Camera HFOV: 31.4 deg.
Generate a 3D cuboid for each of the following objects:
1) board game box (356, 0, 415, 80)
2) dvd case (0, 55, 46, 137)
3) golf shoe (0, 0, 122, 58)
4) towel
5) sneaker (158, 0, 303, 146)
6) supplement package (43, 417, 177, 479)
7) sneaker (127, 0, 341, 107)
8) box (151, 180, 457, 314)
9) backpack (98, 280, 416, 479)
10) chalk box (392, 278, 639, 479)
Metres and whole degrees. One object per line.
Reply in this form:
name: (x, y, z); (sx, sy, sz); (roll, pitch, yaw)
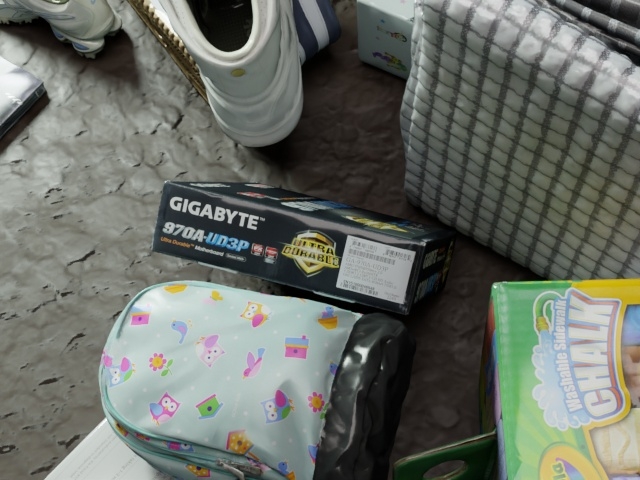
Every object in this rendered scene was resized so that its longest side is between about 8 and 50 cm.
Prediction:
board game box: (0.216, -0.198, 0.971); (0.303, 0.097, 0.224); (27, 67, 16)
dvd case: (-0.383, -0.133, 1.024); (0.221, 0.018, 0.164); (31, 68, 19)
golf shoe: (-0.263, -0.235, 1.032); (0.176, 0.086, 0.069); (21, 67, 16)
towel: (0.178, -0.081, 0.805); (0.235, 0.283, 0.121); (32, 68, 18)
sneaker: (-0.075, -0.237, 0.873); (0.108, 0.169, 0.292); (-15, 72, 1)
supplement package: (-0.081, 0.198, 0.776); (0.179, 0.105, 0.105); (37, 68, 21)
sneaker: (-0.097, -0.248, 1.016); (0.153, 0.099, 0.282); (-34, 72, -8)
box: (0.000, 0.000, 0.817); (0.175, 0.220, 0.051); (14, 95, 12)
backpack: (-0.043, 0.093, 0.706); (0.182, 0.115, 0.152); (10, 59, 15)
chalk box: (0.191, 0.138, 0.746); (0.289, 0.180, 0.179); (-1, 62, 3)
